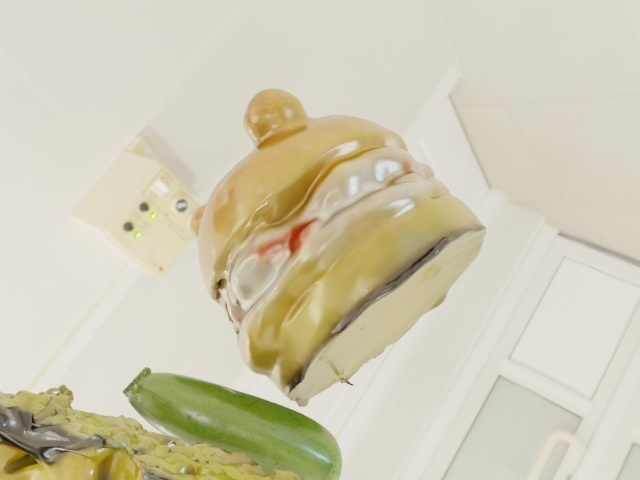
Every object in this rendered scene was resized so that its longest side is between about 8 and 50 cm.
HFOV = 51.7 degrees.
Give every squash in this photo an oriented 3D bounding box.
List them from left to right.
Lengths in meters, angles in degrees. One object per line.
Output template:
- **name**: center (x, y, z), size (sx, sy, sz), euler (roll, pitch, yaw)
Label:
- **squash**: center (-0.071, 0.160, 0.565), size (0.201, 0.066, 0.066), euler (26, 164, -8)

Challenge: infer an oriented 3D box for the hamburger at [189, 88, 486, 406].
- **hamburger**: center (0.000, 0.000, 0.643), size (0.237, 0.276, 0.276), euler (48, 167, 18)

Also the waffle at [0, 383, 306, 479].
- **waffle**: center (-0.103, 0.201, 0.334), size (0.307, 0.312, 0.060), euler (69, -158, -2)
